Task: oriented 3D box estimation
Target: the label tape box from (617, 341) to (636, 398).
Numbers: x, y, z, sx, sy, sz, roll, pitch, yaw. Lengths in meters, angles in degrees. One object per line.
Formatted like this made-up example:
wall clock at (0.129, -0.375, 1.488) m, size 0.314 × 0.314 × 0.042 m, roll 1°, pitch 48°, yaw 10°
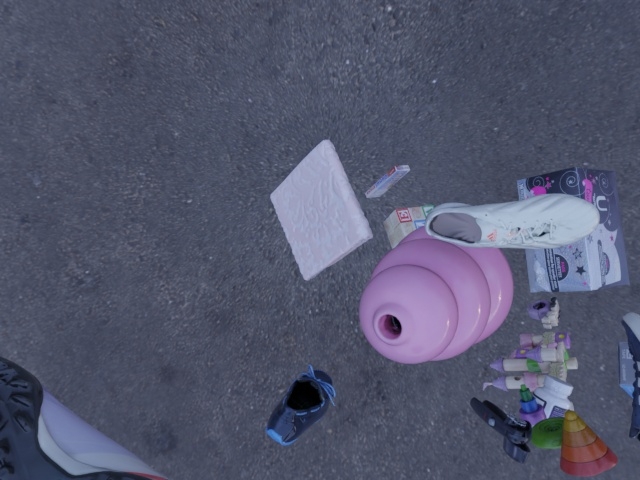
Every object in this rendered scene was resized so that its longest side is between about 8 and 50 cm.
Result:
label tape box at (0.855, 0.303, 1.075) m, size 0.334 × 0.240 × 0.106 m, roll -7°, pitch 62°, yaw 39°

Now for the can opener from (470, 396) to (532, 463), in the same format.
can opener at (0.324, 0.332, 0.920) m, size 0.059 × 0.186 × 0.073 m, roll 23°, pitch 93°, yaw -11°

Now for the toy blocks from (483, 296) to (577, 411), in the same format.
toy blocks at (0.715, 0.407, 1.740) m, size 0.260 × 0.288 × 0.309 m, roll -12°, pitch 113°, yaw 36°

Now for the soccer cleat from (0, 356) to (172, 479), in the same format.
soccer cleat at (-0.206, 0.194, 0.394) m, size 0.318 × 0.116 × 0.108 m, roll 22°, pitch 57°, yaw 18°

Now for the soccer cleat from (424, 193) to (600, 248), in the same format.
soccer cleat at (0.222, -0.017, 0.596) m, size 0.196 × 0.076 × 0.068 m, roll 0°, pitch 105°, yaw 28°

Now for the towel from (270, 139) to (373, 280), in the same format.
towel at (-0.006, -0.084, 1.530) m, size 0.317 × 0.053 × 0.332 m, roll -39°, pitch 66°, yaw 42°

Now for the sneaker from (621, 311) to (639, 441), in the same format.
sneaker at (0.626, 0.294, 0.931) m, size 0.131 × 0.350 × 0.148 m, roll 27°, pitch 125°, yaw -19°

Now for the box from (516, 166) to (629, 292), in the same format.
box at (0.535, -0.019, 1.059) m, size 0.163 × 0.142 × 0.247 m, roll -2°, pitch 84°, yaw -35°

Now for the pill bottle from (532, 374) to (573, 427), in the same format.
pill bottle at (0.690, 0.514, 1.516) m, size 0.108 × 0.108 × 0.193 m, roll 21°, pitch 94°, yaw -2°

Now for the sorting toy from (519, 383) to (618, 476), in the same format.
sorting toy at (0.579, 0.442, 1.244) m, size 0.127 × 0.365 × 0.126 m, roll -20°, pitch 90°, yaw 0°

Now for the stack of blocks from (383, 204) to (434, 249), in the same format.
stack of blocks at (0.310, 0.052, 1.400) m, size 0.171 × 0.087 × 0.297 m, roll -8°, pitch 68°, yaw -22°

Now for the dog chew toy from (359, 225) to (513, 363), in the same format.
dog chew toy at (0.165, 0.084, 0.744) m, size 0.206 × 0.332 × 0.206 m, roll 5°, pitch 101°, yaw 29°

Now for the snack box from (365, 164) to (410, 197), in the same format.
snack box at (0.227, -0.200, 1.711) m, size 0.064 × 0.178 × 0.022 m, roll -7°, pitch 68°, yaw -35°

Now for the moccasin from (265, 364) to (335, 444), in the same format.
moccasin at (-0.027, 0.434, 1.370) m, size 0.138 × 0.342 × 0.117 m, roll 28°, pitch 107°, yaw 9°
